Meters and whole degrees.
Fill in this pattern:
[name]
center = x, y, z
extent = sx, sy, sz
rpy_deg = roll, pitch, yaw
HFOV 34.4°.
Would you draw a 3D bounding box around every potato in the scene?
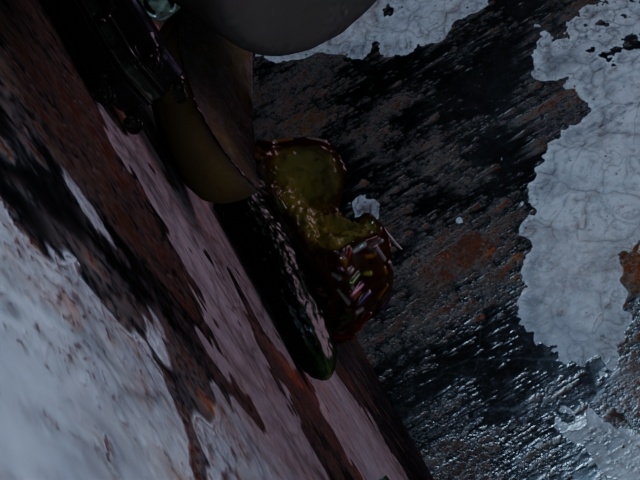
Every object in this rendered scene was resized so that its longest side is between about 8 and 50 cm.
[potato]
center = -0.122, -0.126, 0.921
extent = 0.120, 0.100, 0.261
rpy_deg = 42, 26, -31

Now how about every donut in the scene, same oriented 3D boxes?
[donut]
center = -0.001, -0.001, 1.099
extent = 0.230, 0.096, 0.216
rpy_deg = 49, -24, 33

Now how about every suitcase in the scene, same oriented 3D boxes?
[suitcase]
center = -0.150, -0.149, 0.735
extent = 0.126, 0.059, 0.086
rpy_deg = 58, 0, 14

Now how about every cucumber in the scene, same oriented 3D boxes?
[cucumber]
center = -0.037, 0.042, 1.007
extent = 0.058, 0.052, 0.215
rpy_deg = 2, 54, -54

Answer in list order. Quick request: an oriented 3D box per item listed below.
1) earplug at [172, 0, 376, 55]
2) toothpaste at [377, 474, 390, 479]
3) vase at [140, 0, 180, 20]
[earplug]
center = -0.113, -0.383, 0.885
extent = 0.394, 0.313, 0.313
rpy_deg = 37, -9, 26
[toothpaste]
center = 0.076, 0.265, 0.989
extent = 0.083, 0.020, 0.017
rpy_deg = 60, -3, -7
[vase]
center = -0.262, -0.430, 1.655
extent = 0.128, 0.128, 0.248
rpy_deg = 59, 10, -37
